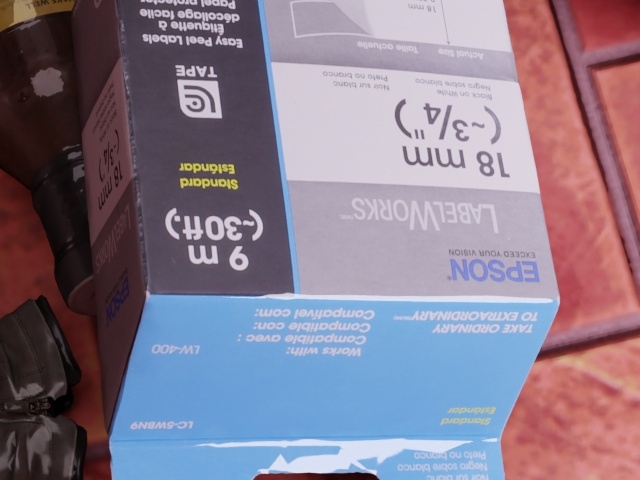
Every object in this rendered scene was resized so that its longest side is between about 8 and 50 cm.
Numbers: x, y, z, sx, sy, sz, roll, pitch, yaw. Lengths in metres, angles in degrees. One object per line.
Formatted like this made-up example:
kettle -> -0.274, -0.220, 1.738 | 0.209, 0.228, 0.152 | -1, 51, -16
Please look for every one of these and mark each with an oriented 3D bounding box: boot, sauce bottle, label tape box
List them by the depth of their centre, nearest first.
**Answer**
label tape box -> 0.000, 0.000, 1.039 | 0.240, 0.106, 0.334 | 1, 66, -22
boot -> -0.231, 0.062, 1.108 | 0.161, 0.083, 0.247 | -17, 73, -9
sauce bottle -> -0.175, -0.119, 1.147 | 0.111, 0.111, 0.344 | -21, 67, -3
